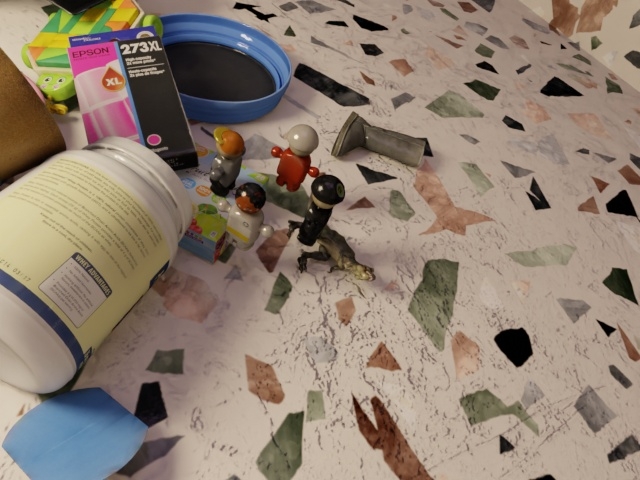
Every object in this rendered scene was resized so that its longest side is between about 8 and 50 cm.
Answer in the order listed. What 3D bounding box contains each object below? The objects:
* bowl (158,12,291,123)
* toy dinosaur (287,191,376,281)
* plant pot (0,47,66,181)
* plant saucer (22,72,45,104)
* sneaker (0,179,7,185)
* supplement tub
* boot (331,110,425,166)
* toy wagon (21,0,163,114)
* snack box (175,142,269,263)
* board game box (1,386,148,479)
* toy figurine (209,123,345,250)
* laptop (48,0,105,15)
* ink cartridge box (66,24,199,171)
[{"bbox_3d":[-0.269,-0.432,1.198,0.392,0.077,0.390,9,49,-10],"label":"bowl"},{"bbox_3d":[0.000,0.000,0.937,0.118,0.064,0.268,-11,51,-30],"label":"toy dinosaur"},{"bbox_3d":[-0.528,-0.143,0.636,0.237,0.237,0.254,37,64,14],"label":"plant pot"},{"bbox_3d":[-0.685,-0.242,0.863,0.333,0.084,0.332,17,38,-14],"label":"plant saucer"},{"bbox_3d":[-0.567,-0.010,0.733,0.147,0.130,0.329,27,50,-14],"label":"sneaker"},{"bbox_3d":[-0.356,0.019,0.682,0.236,0.235,0.324,27,48,5],"label":"supplement tub"},{"bbox_3d":[0.145,-0.226,1.172,0.209,0.076,0.189,29,50,-2],"label":"boot"},{"bbox_3d":[-0.516,-0.414,1.050,0.268,0.068,0.344,7,57,13],"label":"toy wagon"},{"bbox_3d":[-0.223,-0.079,0.919,0.175,0.070,0.207,25,46,5],"label":"snack box"},{"bbox_3d":[-0.311,0.261,0.617,0.169,0.033,0.133,21,29,30],"label":"board game box"},{"bbox_3d":[-0.082,-0.099,0.840,0.210,0.148,0.212,-4,54,-24],"label":"toy figurine"},{"bbox_3d":[-0.660,-0.643,1.193,0.236,0.408,0.381,57,41,-27],"label":"laptop"},{"bbox_3d":[-0.367,-0.285,0.919,0.176,0.069,0.370,-16,68,-16],"label":"ink cartridge box"}]
